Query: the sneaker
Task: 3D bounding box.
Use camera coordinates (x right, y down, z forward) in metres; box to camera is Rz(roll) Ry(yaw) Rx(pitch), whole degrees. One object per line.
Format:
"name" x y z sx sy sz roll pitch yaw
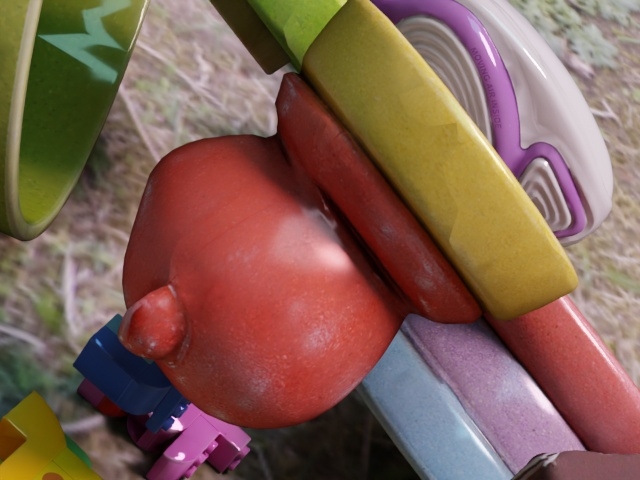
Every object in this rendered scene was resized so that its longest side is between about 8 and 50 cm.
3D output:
"sneaker" 0.063 -0.132 0.904 0.152 0.114 0.305 -25 71 -45

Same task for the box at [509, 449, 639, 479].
"box" 0.128 0.205 0.606 0.168 0.167 0.203 8 50 -31

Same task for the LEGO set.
"LEGO set" -0.078 0.099 0.616 0.093 0.087 0.227 41 42 4

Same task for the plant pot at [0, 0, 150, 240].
"plant pot" -0.213 -0.172 0.662 0.293 0.275 0.275 17 43 -1

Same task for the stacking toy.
"stacking toy" 0.000 0.000 0.682 0.279 0.130 0.309 54 2 39
